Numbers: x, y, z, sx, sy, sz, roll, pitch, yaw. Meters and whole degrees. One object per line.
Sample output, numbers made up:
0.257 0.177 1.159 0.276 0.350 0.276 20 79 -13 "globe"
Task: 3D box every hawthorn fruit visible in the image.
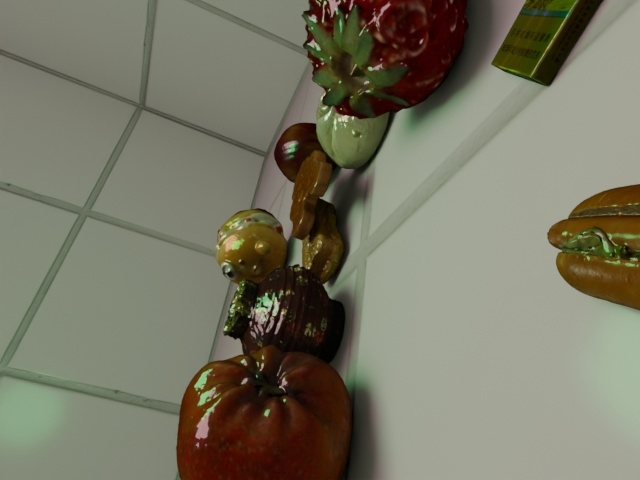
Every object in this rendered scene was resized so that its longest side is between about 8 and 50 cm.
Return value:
-0.086 0.326 0.713 0.277 0.277 0.298 -112 21 -68 "hawthorn fruit"

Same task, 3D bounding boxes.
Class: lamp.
-0.076 0.163 0.928 0.247 0.247 0.247 -161 90 -75 "lamp"

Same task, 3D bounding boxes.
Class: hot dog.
0.242 0.002 0.282 0.249 0.068 0.100 -171 99 -76 "hot dog"

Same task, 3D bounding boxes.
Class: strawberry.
0.149 -0.404 0.838 0.345 0.295 0.317 -42 -16 -23 "strawberry"

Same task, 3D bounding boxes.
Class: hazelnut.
-0.027 -0.264 1.370 0.208 0.208 0.208 -161 90 -75 "hazelnut"

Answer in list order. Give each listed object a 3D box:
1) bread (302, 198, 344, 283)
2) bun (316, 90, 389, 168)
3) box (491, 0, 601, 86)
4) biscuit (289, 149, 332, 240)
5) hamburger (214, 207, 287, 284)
-0.002 0.000 1.145 0.271 0.077 0.139 -101 33 -63 "bread"
0.072 -0.317 1.124 0.259 0.160 0.259 -162 90 -78 "bun"
0.292 -0.294 0.550 0.121 0.030 0.193 -99 32 -61 "box"
-0.027 -0.128 1.159 0.334 0.047 0.202 -110 40 -69 "biscuit"
-0.240 0.049 1.620 0.276 0.276 0.237 -64 28 25 "hamburger"
